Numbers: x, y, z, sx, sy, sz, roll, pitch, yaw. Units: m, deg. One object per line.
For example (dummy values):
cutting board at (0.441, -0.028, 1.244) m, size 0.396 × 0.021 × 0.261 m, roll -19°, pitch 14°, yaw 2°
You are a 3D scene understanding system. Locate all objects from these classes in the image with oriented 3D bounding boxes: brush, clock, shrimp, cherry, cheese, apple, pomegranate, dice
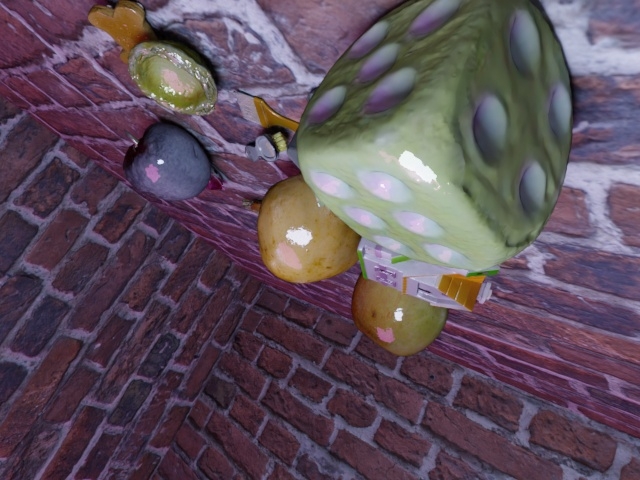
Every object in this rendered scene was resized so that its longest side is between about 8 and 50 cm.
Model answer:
brush at (-0.066, -0.254, 0.953) m, size 0.272 × 0.013 × 0.103 m, roll 25°, pitch 165°, yaw 12°
clock at (0.263, 0.049, 1.027) m, size 0.309 × 0.166 × 0.235 m, roll 21°, pitch 163°, yaw 17°
shrimp at (-0.197, -0.111, 1.579) m, size 0.217 × 0.051 × 0.115 m, roll 26°, pitch 158°, yaw 17°
cherry at (-0.482, -0.243, 1.351) m, size 0.254 × 0.218 × 0.296 m, roll -25°, pitch 142°, yaw 36°
cheese at (-0.440, -0.253, 1.539) m, size 0.244 × 0.062 × 0.155 m, roll 34°, pitch 163°, yaw -6°
brush at (-0.134, -0.235, 1.079) m, size 0.068 × 0.060 × 0.297 m, roll 63°, pitch 165°, yaw -17°
apple at (0.248, 0.218, 1.396) m, size 0.319 × 0.277 × 0.319 m, roll 28°, pitch 166°, yaw 7°
pomegranate at (-0.021, -0.028, 1.068) m, size 0.307 × 0.308 × 0.307 m, roll 27°, pitch 165°, yaw 8°
dice at (0.140, -0.128, 0.541) m, size 0.252 × 0.250 × 0.254 m, roll 40°, pitch 162°, yaw -33°

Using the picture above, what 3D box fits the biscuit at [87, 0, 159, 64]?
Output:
biscuit at (-0.380, -0.418, 0.941) m, size 0.158 × 0.035 × 0.240 m, roll 11°, pitch 162°, yaw 20°

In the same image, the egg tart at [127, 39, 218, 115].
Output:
egg tart at (-0.302, -0.350, 0.907) m, size 0.197 × 0.078 × 0.197 m, roll 10°, pitch 159°, yaw 4°

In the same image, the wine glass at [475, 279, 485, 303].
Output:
wine glass at (0.266, 0.160, 1.211) m, size 0.309 × 0.265 × 0.096 m, roll 22°, pitch 178°, yaw 26°

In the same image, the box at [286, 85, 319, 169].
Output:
box at (0.055, -0.159, 0.811) m, size 0.163 × 0.135 × 0.243 m, roll 15°, pitch 159°, yaw 41°
